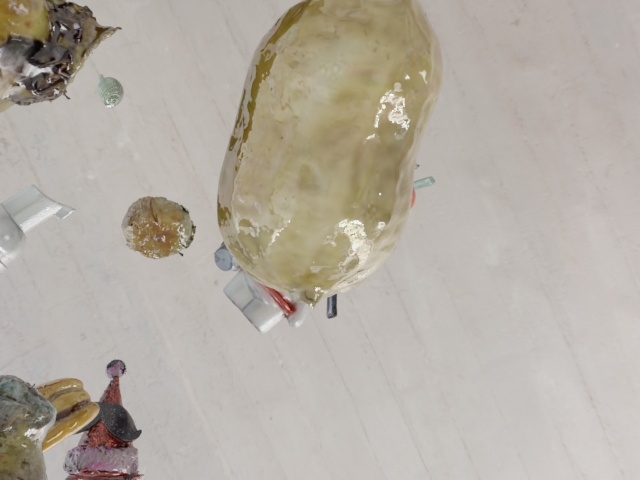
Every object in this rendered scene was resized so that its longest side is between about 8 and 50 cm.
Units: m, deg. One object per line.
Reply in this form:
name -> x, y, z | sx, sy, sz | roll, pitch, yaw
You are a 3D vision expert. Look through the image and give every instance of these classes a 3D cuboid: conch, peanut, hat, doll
conch -> -0.478, -0.341, 1.394 | 0.056, 0.076, 0.085 | -4, 61, -8
peanut -> 0.003, -0.054, 0.388 | 0.129, 0.129, 0.225 | 10, 120, -4
hat -> -0.373, 0.326, 1.094 | 0.140, 0.129, 0.228 | -6, 65, 19
doll -> 0.000, 0.000, 0.837 | 0.290, 0.130, 0.161 | -43, 72, -6

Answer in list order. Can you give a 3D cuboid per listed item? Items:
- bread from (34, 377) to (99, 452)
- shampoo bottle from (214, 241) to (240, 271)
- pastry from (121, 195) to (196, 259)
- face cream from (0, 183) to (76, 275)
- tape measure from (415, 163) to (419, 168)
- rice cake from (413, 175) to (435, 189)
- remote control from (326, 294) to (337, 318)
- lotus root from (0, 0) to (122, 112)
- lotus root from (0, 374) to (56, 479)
bread -> -0.366, 0.223, 0.727 | 0.200, 0.116, 0.077 | -22, 88, 27
shampoo bottle -> -0.125, 0.002, 1.169 | 0.049, 0.233, 0.087 | -1, 104, 24
pastry -> -0.340, -0.028, 1.274 | 0.153, 0.081, 0.153 | 3, 136, 3
face cream -> -0.620, 0.013, 1.069 | 0.369, 0.145, 0.145 | -40, 94, -22
tape measure -> 0.135, -0.212, 1.389 | 0.163, 0.330, 0.084 | 18, 117, -7
rice cake -> 0.234, -0.135, 1.503 | 0.021, 0.121, 0.022 | -42, 106, -33
remote control -> 0.027, 0.149, 1.542 | 0.014, 0.039, 0.096 | 17, 65, -34
lotus root -> -0.316, -0.180, 0.439 | 0.314, 0.169, 0.142 | 22, 76, -24
lotus root -> -0.319, 0.260, 0.443 | 0.175, 0.175, 0.350 | 40, 53, -4
